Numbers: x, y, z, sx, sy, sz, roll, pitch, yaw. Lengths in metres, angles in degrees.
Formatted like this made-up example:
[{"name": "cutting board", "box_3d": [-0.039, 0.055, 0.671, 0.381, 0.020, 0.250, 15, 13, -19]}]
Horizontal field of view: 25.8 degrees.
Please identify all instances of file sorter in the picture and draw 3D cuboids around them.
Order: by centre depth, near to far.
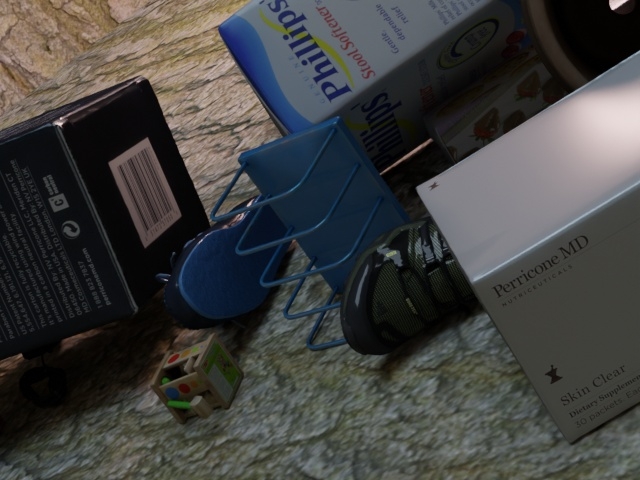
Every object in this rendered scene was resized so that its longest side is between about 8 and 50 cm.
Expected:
[{"name": "file sorter", "box_3d": [0.000, 0.000, 1.249, 0.118, 0.170, 0.104, -17, 30, 37]}]

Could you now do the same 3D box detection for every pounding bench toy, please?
[{"name": "pounding bench toy", "box_3d": [-0.121, 0.137, 1.282, 0.065, 0.052, 0.083, -23, 23, 27]}]

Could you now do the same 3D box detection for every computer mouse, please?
[{"name": "computer mouse", "box_3d": [-0.312, 0.133, 1.609, 0.071, 0.041, 0.242, -25, 27, -1]}]

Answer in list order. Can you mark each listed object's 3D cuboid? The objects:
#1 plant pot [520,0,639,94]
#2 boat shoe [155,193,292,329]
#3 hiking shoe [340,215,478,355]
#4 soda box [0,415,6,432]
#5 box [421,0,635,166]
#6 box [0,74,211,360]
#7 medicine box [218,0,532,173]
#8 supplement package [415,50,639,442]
[{"name": "plant pot", "box_3d": [0.298, -0.226, 1.259, 0.263, 0.263, 0.229, -33, 2, 1]}, {"name": "boat shoe", "box_3d": [-0.099, 0.036, 1.443, 0.089, 0.109, 0.258, -31, 3, 26]}, {"name": "hiking shoe", "box_3d": [0.114, 0.014, 1.163, 0.227, 0.086, 0.114, -41, 18, -21]}, {"name": "soda box", "box_3d": [-0.416, 0.243, 1.426, 0.083, 0.092, 0.263, -26, 22, 18]}, {"name": "box", "box_3d": [0.256, -0.184, 1.423, 0.324, 0.063, 0.067, -33, 21, 2]}, {"name": "box", "box_3d": [-0.364, 0.001, 1.533, 0.395, 0.212, 0.293, -20, 11, 15]}, {"name": "medicine box", "box_3d": [0.071, -0.202, 1.444, 0.289, 0.149, 0.263, -36, -15, 0]}, {"name": "supplement package", "box_3d": [0.228, -0.020, 0.988, 0.262, 0.145, 0.204, -32, 21, 5]}]
